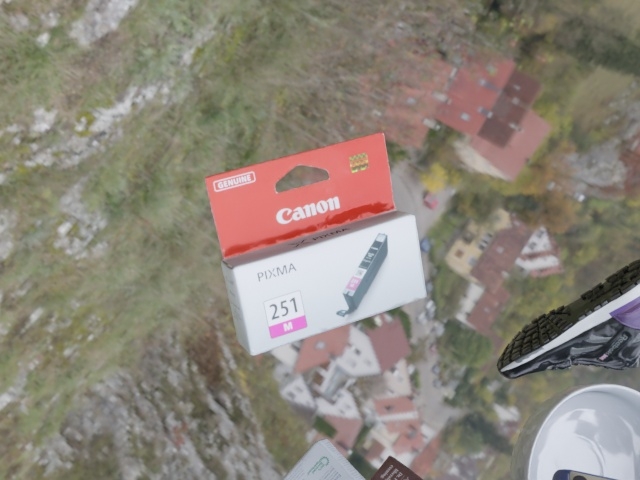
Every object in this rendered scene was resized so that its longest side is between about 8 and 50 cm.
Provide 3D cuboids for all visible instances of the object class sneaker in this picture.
[{"bbox_3d":[0.389,0.151,1.257,0.283,0.124,0.107,-36,-173,31],"label":"sneaker"}]

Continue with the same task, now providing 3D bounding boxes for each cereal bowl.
[{"bbox_3d":[0.485,0.427,1.584,0.339,0.339,0.141,-50,-172,-16],"label":"cereal bowl"}]

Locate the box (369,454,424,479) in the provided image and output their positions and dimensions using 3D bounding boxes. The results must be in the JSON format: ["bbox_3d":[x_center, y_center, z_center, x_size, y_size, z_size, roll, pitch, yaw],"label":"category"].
[{"bbox_3d":[0.133,0.461,1.282,0.168,0.203,0.167,-45,149,-19],"label":"box"}]

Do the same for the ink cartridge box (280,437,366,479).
[{"bbox_3d":[0.011,0.630,1.765,0.324,0.330,0.071,-49,161,11],"label":"ink cartridge box"}]

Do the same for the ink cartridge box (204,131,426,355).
[{"bbox_3d":[0.000,0.000,1.194,0.275,0.060,0.239,-17,108,-19],"label":"ink cartridge box"}]

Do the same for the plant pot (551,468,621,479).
[{"bbox_3d":[0.374,0.438,1.111,0.236,0.235,0.212,-64,161,-50],"label":"plant pot"}]
